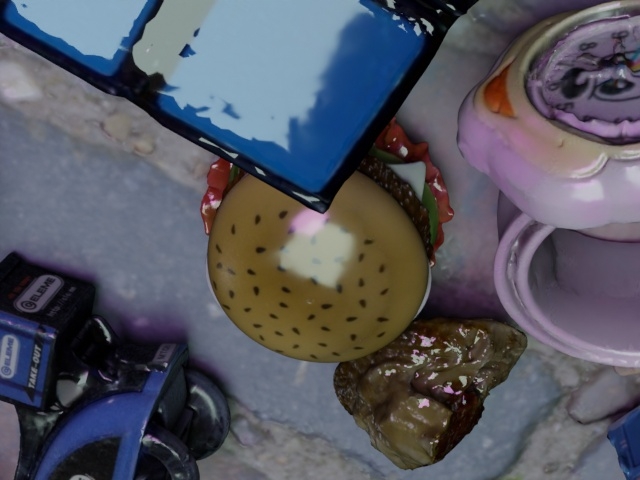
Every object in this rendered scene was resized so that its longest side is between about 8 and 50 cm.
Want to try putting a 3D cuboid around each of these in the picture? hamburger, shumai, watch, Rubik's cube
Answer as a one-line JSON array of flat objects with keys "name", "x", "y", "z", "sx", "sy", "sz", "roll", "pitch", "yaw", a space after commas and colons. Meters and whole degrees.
[{"name": "hamburger", "x": -0.001, "y": 0.003, "z": 0.747, "sx": 0.175, "sy": 0.137, "sz": 0.175, "roll": 3, "pitch": 121, "yaw": 5}, {"name": "shumai", "x": 0.076, "y": 0.111, "z": 0.811, "sx": 0.123, "sy": 0.105, "sz": 0.139, "roll": 17, "pitch": 164, "yaw": -39}, {"name": "watch", "x": 0.221, "y": -0.039, "z": 0.699, "sx": 0.248, "sy": 0.211, "sz": 0.218, "roll": -9, "pitch": 136, "yaw": 18}, {"name": "Rubik's cube", "x": -0.045, "y": -0.236, "z": 0.515, "sx": 0.288, "sy": 0.293, "sz": 0.283, "roll": 29, "pitch": 111, "yaw": -16}]

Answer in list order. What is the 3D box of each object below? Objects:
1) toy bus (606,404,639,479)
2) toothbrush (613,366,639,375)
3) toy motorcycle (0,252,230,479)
[{"name": "toy bus", "x": 0.346, "y": 0.107, "z": 0.778, "sx": 0.297, "sy": 0.131, "sz": 0.106, "roll": -40, "pitch": 108, "yaw": 21}, {"name": "toothbrush", "x": 0.348, "y": 0.025, "z": 0.735, "sx": 0.037, "sy": 0.028, "sz": 0.375, "roll": 10, "pitch": 150, "yaw": -43}, {"name": "toy motorcycle", "x": -0.199, "y": 0.200, "z": 0.885, "sx": 0.212, "sy": 0.125, "sz": 0.359, "roll": 18, "pitch": 117, "yaw": 4}]
